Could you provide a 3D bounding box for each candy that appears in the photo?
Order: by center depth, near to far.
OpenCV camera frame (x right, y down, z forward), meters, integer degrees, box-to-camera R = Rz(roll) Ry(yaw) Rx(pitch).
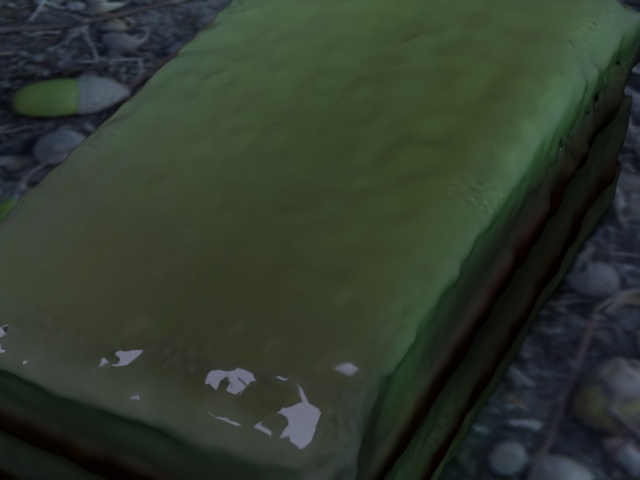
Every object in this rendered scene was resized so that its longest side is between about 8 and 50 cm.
[{"bbox_3d":[0.000,0.000,0.587,0.180,0.135,0.320,19,47,23],"label":"candy"}]
